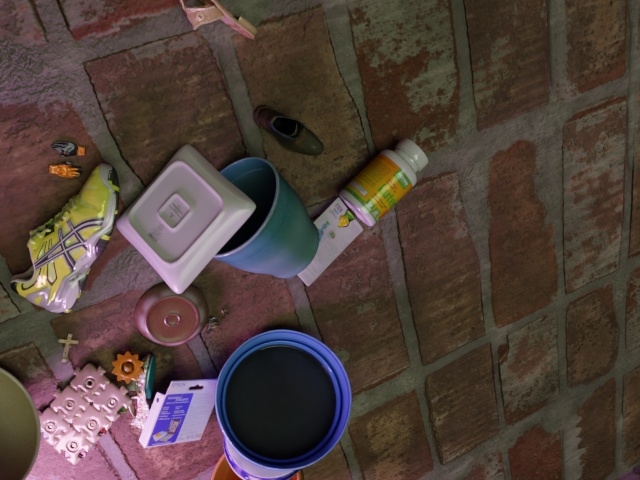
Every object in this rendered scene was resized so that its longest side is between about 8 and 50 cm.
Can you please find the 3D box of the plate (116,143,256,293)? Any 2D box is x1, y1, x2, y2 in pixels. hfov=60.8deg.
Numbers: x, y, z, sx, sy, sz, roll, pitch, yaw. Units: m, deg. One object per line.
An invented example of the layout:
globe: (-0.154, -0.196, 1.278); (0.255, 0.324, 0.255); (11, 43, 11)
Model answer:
plate: (-0.333, -0.063, 1.286); (0.278, 0.277, 0.045); (-49, 157, 1)

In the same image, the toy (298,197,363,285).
toy: (0.000, 0.000, 1.581); (0.237, 0.056, 0.137); (-44, 118, -8)

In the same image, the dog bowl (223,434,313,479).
dog bowl: (-0.155, 0.581, 1.625); (0.265, 0.264, 0.104); (-15, 150, -19)

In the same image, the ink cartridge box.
ink cartridge box: (-0.392, 0.481, 1.563); (0.206, 0.045, 0.208); (18, 98, -52)

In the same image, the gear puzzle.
gear puzzle: (-0.605, 0.421, 1.463); (0.175, 0.044, 0.339); (42, 92, -3)

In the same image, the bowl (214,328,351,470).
bowl: (-0.108, 0.455, 1.575); (0.392, 0.390, 0.077); (-13, 159, -20)

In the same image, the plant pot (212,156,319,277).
plant pot: (-0.143, -0.030, 1.394); (0.271, 0.272, 0.255); (-49, 136, 1)

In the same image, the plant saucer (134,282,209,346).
plant saucer: (-0.402, 0.209, 1.482); (0.199, 0.036, 0.198); (-6, 111, -15)

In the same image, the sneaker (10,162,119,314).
sneaker: (-0.582, -0.007, 1.257); (0.147, 0.145, 0.384); (23, 99, -31)

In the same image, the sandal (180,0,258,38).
sandal: (-0.256, -0.505, 1.231); (0.240, 0.088, 0.079); (24, 94, -36)

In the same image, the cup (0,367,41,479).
cup: (-0.870, 0.473, 1.254); (0.237, 0.331, 0.331); (-27, 123, 17)

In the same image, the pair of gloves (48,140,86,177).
pair of gloves: (-0.584, -0.186, 1.258); (0.074, 0.010, 0.083); (7, 107, -27)

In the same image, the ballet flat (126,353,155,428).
ballet flat: (-0.499, 0.427, 1.517); (0.077, 0.091, 0.240); (3, 107, -2)

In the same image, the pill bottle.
pill bottle: (0.184, -0.170, 1.546); (0.246, 0.136, 0.136); (-44, 122, -2)

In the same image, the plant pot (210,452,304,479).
plant pot: (-0.175, 0.790, 1.721); (0.291, 0.291, 0.203); (-32, 138, -9)

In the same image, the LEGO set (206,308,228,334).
LEGO set: (-0.300, 0.231, 1.563); (0.083, 0.023, 0.054); (-38, 125, -22)

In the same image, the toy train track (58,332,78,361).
toy train track: (-0.659, 0.280, 1.418); (0.048, 0.014, 0.083); (12, 106, -28)

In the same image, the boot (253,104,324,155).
boot: (-0.067, -0.268, 1.406); (0.219, 0.106, 0.082); (25, 99, -31)
